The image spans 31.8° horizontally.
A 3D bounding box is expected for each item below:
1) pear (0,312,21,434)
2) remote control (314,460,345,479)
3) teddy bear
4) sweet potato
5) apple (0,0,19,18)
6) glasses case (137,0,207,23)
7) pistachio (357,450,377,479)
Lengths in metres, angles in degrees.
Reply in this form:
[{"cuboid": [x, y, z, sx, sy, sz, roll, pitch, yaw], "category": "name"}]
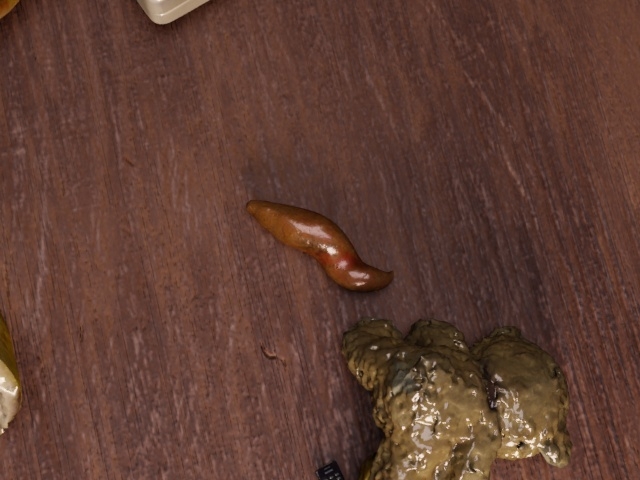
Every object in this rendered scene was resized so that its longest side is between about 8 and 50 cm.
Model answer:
[{"cuboid": [-0.457, 0.103, 1.248, 0.267, 0.267, 0.178, 1, 47, -7], "category": "pear"}, {"cuboid": [0.024, 0.310, 1.342, 0.034, 0.016, 0.091, -22, 83, -29], "category": "remote control"}, {"cuboid": [0.173, 0.187, 1.316, 0.256, 0.156, 0.267, 3, 56, -28], "category": "teddy bear"}, {"cuboid": [-0.001, 0.002, 1.380, 0.202, 0.058, 0.055, 35, 56, 1], "category": "sweet potato"}, {"cuboid": [-0.435, -0.334, 1.330, 0.155, 0.182, 0.182, 36, 76, 16], "category": "apple"}, {"cuboid": [-0.236, -0.428, 1.411, 0.131, 0.070, 0.313, -33, 79, -12], "category": "glasses case"}, {"cuboid": [0.067, 0.330, 1.319, 0.089, 0.049, 0.173, 25, 64, -27], "category": "pistachio"}]
